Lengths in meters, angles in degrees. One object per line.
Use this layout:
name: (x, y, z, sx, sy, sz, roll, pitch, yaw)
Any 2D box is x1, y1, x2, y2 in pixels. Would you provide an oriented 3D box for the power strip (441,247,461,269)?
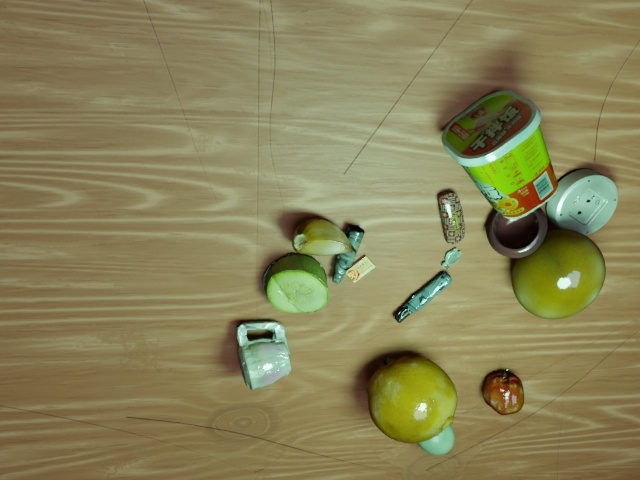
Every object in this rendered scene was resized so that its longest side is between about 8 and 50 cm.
power strip: (0.459, 0.067, 1.973, 0.055, 0.035, 0.083, 33, 103, -24)

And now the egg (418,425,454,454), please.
egg: (0.458, 0.779, 2.265, 0.149, 0.149, 0.192, -42, 117, 10)

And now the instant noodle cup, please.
instant noodle cup: (0.565, -0.244, 1.724, 0.294, 0.293, 0.308, -36, 124, 7)

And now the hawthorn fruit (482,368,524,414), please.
hawthorn fruit: (0.725, 0.583, 2.224, 0.157, 0.157, 0.193, -6, 111, -9)

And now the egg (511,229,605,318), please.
egg: (0.805, 0.119, 1.927, 0.283, 0.282, 0.351, -6, 144, -9)

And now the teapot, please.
teapot: (-0.195, 0.390, 1.953, 0.178, 0.221, 0.163, -13, 158, -16)

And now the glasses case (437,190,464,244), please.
glasses case: (0.443, -0.074, 1.889, 0.073, 0.049, 0.194, -19, 119, -2)

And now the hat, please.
hat: (0.660, -0.039, 1.897, 0.205, 0.205, 0.089, -44, 154, 11)

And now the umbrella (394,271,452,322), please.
umbrella: (0.365, 0.205, 2.014, 0.250, 0.052, 0.053, -43, 151, 10)

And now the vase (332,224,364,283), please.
vase: (0.085, 0.052, 1.871, 0.060, 0.060, 0.211, 13, 114, -18)

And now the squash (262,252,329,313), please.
squash: (-0.080, 0.162, 1.860, 0.220, 0.133, 0.220, -4, 122, -6)

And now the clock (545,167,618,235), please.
clock: (0.899, -0.129, 1.942, 0.231, 0.083, 0.230, -4, 115, -9)

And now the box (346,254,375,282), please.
box: (0.134, 0.097, 1.929, 0.093, 0.015, 0.058, -38, 119, 7)

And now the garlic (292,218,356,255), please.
garlic: (0.002, -0.009, 1.798, 0.207, 0.128, 0.115, 7, 73, -22)

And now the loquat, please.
loquat: (0.328, 0.571, 2.043, 0.329, 0.328, 0.328, -5, 117, -10)
